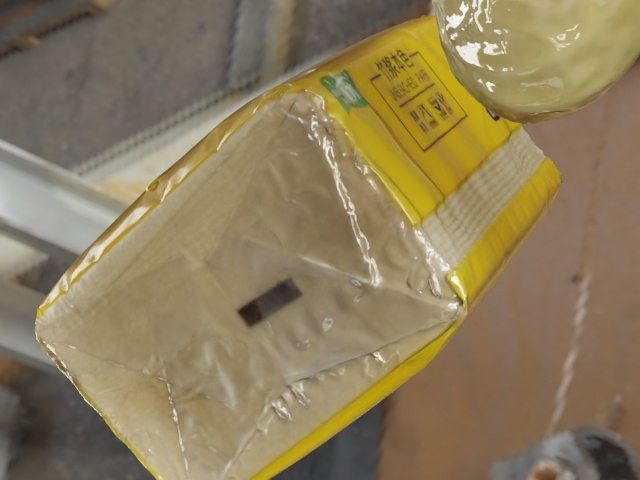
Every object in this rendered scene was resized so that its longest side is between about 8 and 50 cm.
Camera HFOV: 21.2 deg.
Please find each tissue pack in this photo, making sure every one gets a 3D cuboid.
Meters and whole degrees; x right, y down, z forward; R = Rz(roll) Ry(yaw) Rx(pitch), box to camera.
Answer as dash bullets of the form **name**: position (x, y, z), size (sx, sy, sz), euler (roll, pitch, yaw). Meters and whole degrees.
- **tissue pack**: position (0.000, 0.000, 1.332), size (0.293, 0.228, 0.382), euler (-40, -1, 23)

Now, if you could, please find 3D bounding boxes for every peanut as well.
- **peanut**: position (0.131, -0.211, 0.887), size (0.147, 0.147, 0.319), euler (48, 131, 52)
